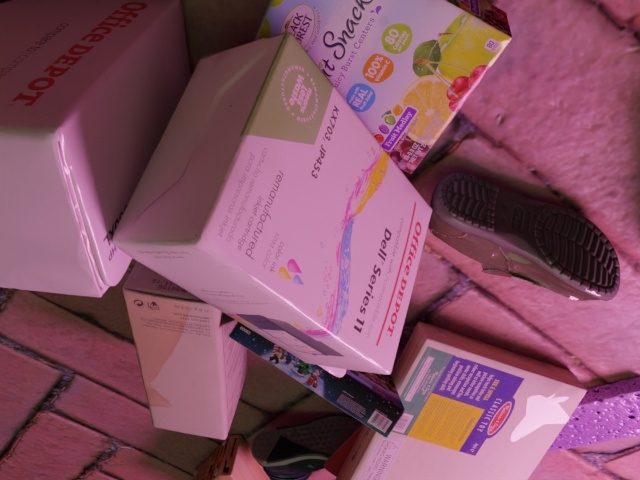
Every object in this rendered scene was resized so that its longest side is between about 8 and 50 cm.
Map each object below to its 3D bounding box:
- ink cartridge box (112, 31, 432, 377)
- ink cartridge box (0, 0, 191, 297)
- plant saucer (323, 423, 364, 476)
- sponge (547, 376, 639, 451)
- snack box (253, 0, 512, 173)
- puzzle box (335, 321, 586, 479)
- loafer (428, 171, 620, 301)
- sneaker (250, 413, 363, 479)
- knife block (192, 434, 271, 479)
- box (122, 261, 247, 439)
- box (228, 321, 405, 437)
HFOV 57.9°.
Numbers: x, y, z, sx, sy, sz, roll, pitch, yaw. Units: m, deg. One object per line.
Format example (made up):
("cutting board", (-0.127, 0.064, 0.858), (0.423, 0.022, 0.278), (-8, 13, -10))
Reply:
("ink cartridge box", (0.000, 0.000, 0.582), (0.119, 0.207, 0.353), (-1, 151, 38))
("ink cartridge box", (-0.347, -0.118, 0.543), (0.395, 0.285, 0.166), (6, 131, 4))
("plant saucer", (0.183, 0.369, 0.978), (0.259, 0.047, 0.258), (36, 105, -19))
("sponge", (0.428, 0.289, 0.939), (0.210, 0.031, 0.117), (-22, 123, 26))
("snack box", (0.046, -0.184, 0.565), (0.207, 0.070, 0.174), (24, 131, -10))
("puzzle box", (0.193, 0.340, 0.908), (0.272, 0.052, 0.408), (20, 110, -11))
("loafer", (0.239, 0.001, 0.695), (0.251, 0.094, 0.087), (28, 154, -3))
("sneaker", (-0.002, 0.397, 1.073), (0.226, 0.086, 0.163), (-5, 139, 3))
("knife block", (-0.142, 0.534, 1.207), (0.242, 0.088, 0.275), (26, 129, -14))
("box", (-0.179, 0.137, 0.832), (0.121, 0.148, 0.311), (9, 130, 3))
("box", (-0.004, 0.158, 0.782), (0.233, 0.159, 0.044), (33, 93, -1))
